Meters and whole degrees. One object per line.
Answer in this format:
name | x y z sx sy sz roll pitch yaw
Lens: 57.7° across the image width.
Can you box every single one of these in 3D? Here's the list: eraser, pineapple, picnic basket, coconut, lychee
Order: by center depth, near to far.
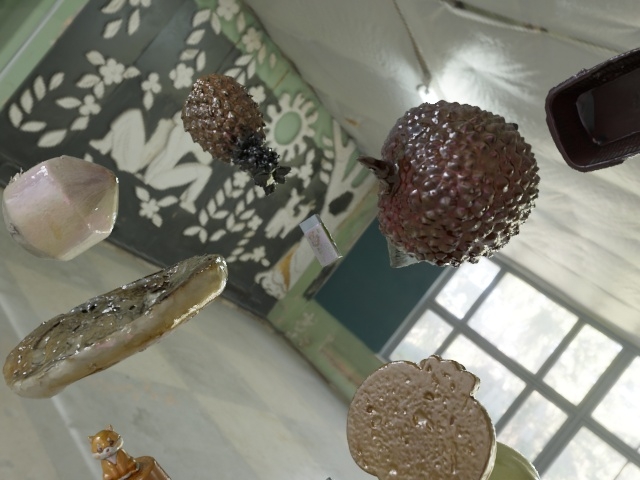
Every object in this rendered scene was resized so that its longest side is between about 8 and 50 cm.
lychee | 0.118 -0.054 0.565 0.197 0.165 0.165 3 11 -17
eraser | 0.000 0.000 0.980 0.083 0.038 0.019 60 26 7
coconut | -0.542 -0.078 1.246 0.224 0.234 0.224 46 4 -4
picnic basket | 0.661 -0.292 1.265 0.296 0.129 0.223 -21 -86 49
pineapple | -0.199 -0.258 1.461 0.362 0.202 0.202 47 3 26

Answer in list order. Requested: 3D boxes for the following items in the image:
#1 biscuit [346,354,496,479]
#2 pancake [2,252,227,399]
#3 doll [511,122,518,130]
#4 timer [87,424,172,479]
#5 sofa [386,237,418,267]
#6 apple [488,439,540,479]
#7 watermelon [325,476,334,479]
biscuit | 0.116 0.205 0.645 0.170 0.170 0.050 38 5 33
pancake | -0.318 0.124 0.924 0.387 0.386 0.082 -146 -148 -76
doll | 0.458 -0.242 1.516 0.095 0.070 0.195 23 -22 11
timer | -0.348 0.392 1.000 0.152 0.131 0.132 66 -7 -11
sofa | 0.187 -0.096 1.183 0.210 0.175 0.226 70 1 -59
apple | 0.216 0.415 0.875 0.262 0.262 0.262 39 -1 1
watermelon | -0.014 0.475 0.718 0.231 0.311 0.193 -7 29 -41
